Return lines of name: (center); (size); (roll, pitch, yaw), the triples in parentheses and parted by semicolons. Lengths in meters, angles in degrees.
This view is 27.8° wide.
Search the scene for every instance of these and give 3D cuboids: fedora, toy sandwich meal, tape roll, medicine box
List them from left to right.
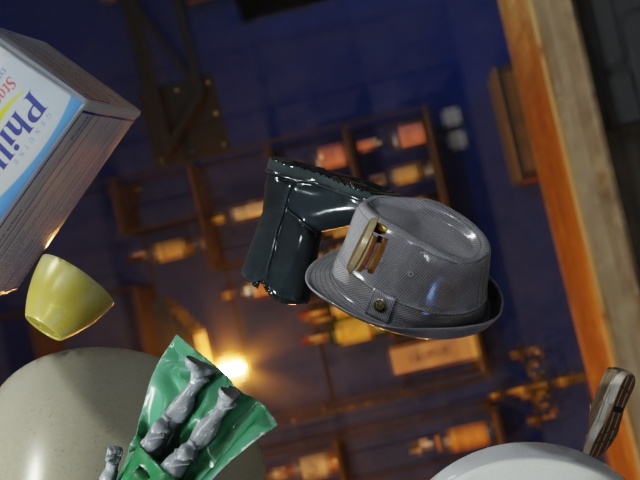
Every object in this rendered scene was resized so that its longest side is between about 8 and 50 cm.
medicine box: (-0.348, -0.078, 1.384); (0.149, 0.263, 0.289); (36, -176, 1)
toy sandwich meal: (0.059, 0.009, 1.540); (0.085, 0.029, 0.085); (-63, 2, 3)
fedora: (0.121, 0.020, 1.739); (0.275, 0.243, 0.124); (29, 123, 34)
tape roll: (0.289, 0.471, 1.780); (0.072, 0.392, 0.392); (-77, -27, -80)

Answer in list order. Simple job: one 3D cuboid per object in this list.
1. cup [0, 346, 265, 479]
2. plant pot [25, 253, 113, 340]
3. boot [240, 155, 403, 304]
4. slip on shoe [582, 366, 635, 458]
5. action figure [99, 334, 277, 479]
cup: (-0.239, 0.317, 1.400); (0.237, 0.331, 0.331); (-79, -23, -56)
plant pot: (-0.406, 0.099, 2.022); (0.095, 0.134, 0.134); (-57, -25, -20)
boot: (0.000, 0.000, 1.933); (0.094, 0.246, 0.207); (-4, -71, -57)
slip on shoe: (0.399, 0.243, 1.828); (0.051, 0.041, 0.135); (19, -87, -44)
action figure: (-0.154, 0.216, 1.164); (0.137, 0.232, 0.063); (38, -172, 33)
